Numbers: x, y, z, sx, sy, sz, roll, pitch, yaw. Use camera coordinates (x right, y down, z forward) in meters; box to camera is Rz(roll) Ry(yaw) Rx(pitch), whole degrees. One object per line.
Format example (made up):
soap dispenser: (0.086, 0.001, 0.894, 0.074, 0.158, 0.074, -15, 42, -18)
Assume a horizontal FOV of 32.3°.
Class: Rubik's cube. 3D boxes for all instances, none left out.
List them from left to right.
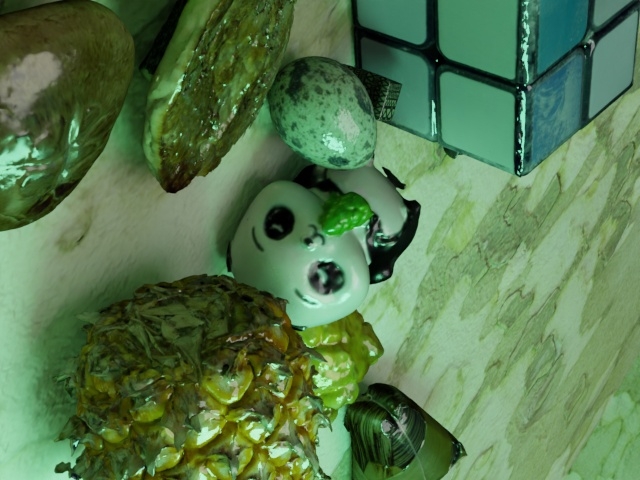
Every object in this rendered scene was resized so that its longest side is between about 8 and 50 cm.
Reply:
Rubik's cube: (0.252, -0.327, 1.594, 0.318, 0.313, 0.316, -37, 137, -34)

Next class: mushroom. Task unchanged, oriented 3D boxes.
mushroom: (-0.297, -0.118, 1.105, 0.278, 0.146, 0.278, -40, 158, -19)

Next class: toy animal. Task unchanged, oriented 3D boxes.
toy animal: (0.004, -0.004, 1.555, 0.267, 0.212, 0.212, -39, 139, -43)

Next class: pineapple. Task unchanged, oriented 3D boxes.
pineapple: (-0.159, 0.216, 1.362, 0.352, 0.352, 0.300, -36, 130, -37)

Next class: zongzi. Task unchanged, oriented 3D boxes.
zongzi: (0.091, 0.433, 2.022, 0.317, 0.154, 0.289, -54, 138, -7)

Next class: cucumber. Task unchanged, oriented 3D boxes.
cucumber: (-0.151, -0.263, 1.306, 0.058, 0.058, 0.187, 29, 87, -57)

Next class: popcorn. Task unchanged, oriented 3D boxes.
popcorn: (-0.022, 0.174, 1.683, 0.203, 0.200, 0.226, -43, -176, 14)

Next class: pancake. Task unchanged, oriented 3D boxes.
pancake: (-0.108, -0.218, 1.308, 0.356, 0.065, 0.356, -56, 167, -20)

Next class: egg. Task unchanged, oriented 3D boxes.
egg: (0.007, -0.169, 1.495, 0.172, 0.132, 0.132, 49, 63, -10)

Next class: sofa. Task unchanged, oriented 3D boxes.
sofa: (0.053, -0.212, 1.565, 0.039, 0.118, 0.060, 0, 111, -56)

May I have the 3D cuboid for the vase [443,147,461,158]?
vase: (0.233, -0.201, 1.843, 0.120, 0.120, 0.183, -52, 159, -19)
